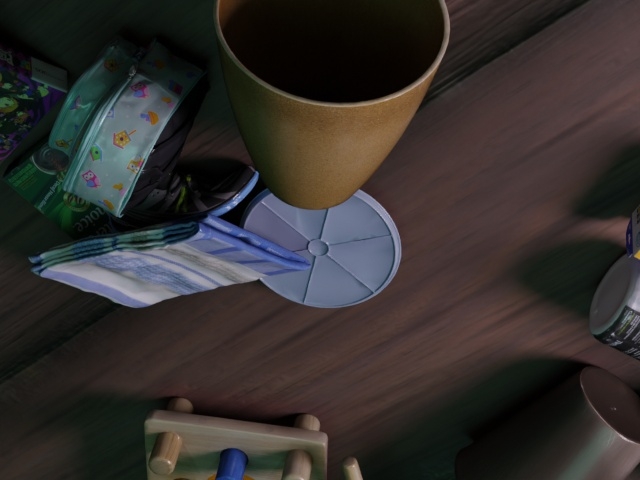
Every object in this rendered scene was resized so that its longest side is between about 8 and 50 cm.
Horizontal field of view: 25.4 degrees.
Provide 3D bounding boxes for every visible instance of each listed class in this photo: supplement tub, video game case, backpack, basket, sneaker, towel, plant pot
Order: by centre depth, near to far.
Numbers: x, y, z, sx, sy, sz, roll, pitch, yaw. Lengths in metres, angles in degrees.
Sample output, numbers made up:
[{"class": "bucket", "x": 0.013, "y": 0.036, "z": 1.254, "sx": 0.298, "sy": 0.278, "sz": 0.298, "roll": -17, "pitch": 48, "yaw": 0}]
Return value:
[{"class": "plant pot", "x": -0.001, "y": -0.152, "z": 1.515, "sx": 0.237, "sy": 0.237, "sz": 0.254, "roll": 12, "pitch": 144, "yaw": 2}, {"class": "backpack", "x": -0.220, "y": -0.125, "z": 1.586, "sx": 0.144, "sy": 0.188, "sz": 0.166, "roll": 27, "pitch": 130, "yaw": -10}, {"class": "video game case", "x": -0.445, "y": -0.156, "z": 1.656, "sx": 0.210, "sy": 0.042, "sz": 0.232, "roll": 21, "pitch": 134, "yaw": -37}, {"class": "supplement tub", "x": 0.425, "y": 0.101, "z": 1.682, "sx": 0.190, "sy": 0.117, "sz": 0.117, "roll": 26, "pitch": 129, "yaw": -10}, {"class": "sneaker", "x": -0.165, "y": -0.055, "z": 1.694, "sx": 0.188, "sy": 0.067, "sz": 0.078, "roll": -16, "pitch": 99, "yaw": 4}, {"class": "towel", "x": -0.183, "y": 0.031, "z": 1.715, "sx": 0.285, "sy": 0.034, "sz": 0.209, "roll": -12, "pitch": 157, "yaw": 34}, {"class": "basket", "x": 0.308, "y": 0.279, "z": 1.825, "sx": 0.154, "sy": 0.204, "sz": 0.227, "roll": 11, "pitch": 129, "yaw": -43}]

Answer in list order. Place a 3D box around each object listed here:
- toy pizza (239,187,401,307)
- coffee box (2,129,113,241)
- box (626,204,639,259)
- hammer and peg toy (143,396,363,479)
[{"class": "toy pizza", "x": 0.000, "y": 0.000, "z": 1.743, "sx": 0.201, "sy": 0.032, "sz": 0.201, "roll": 5, "pitch": 128, "yaw": 7}, {"class": "coffee box", "x": -0.286, "y": -0.053, "z": 1.753, "sx": 0.113, "sy": 0.040, "sz": 0.184, "roll": -32, "pitch": 117, "yaw": 30}, {"class": "box", "x": 0.392, "y": -0.035, "z": 1.601, "sx": 0.028, "sy": 0.081, "sz": 0.136, "roll": 25, "pitch": 130, "yaw": -10}, {"class": "hammer and peg toy", "x": -0.064, "y": 0.348, "z": 1.978, "sx": 0.361, "sy": 0.127, "sz": 0.266, "roll": 6, "pitch": 127, "yaw": 7}]
